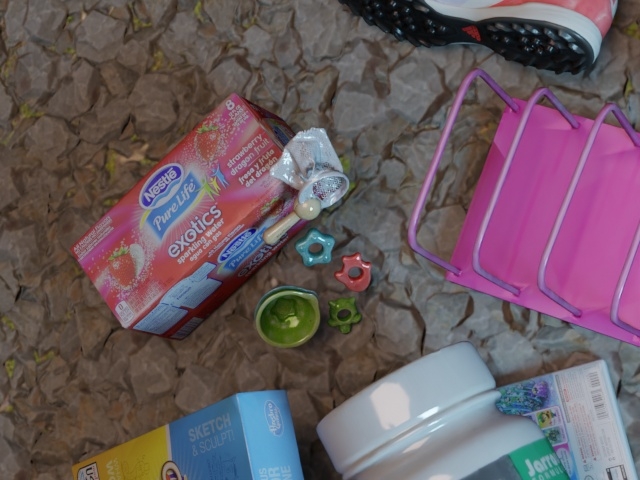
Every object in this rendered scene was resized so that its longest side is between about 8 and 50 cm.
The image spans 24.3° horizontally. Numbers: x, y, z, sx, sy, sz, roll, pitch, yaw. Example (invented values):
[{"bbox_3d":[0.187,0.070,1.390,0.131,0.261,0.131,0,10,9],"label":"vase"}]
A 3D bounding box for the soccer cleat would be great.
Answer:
[{"bbox_3d":[0.157,-0.265,1.552,0.318,0.108,0.116,18,67,27],"label":"soccer cleat"}]

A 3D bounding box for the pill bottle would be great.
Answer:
[{"bbox_3d":[0.153,0.289,1.365,0.204,0.204,0.361,-33,77,15],"label":"pill bottle"}]

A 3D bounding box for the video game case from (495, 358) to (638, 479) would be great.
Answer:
[{"bbox_3d":[0.233,0.210,1.466,0.143,0.019,0.157,-18,75,20],"label":"video game case"}]

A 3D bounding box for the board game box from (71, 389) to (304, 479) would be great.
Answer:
[{"bbox_3d":[-0.129,0.307,1.507,0.316,0.064,0.242,-29,68,45],"label":"board game box"}]

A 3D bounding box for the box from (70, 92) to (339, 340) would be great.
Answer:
[{"bbox_3d":[-0.123,-0.022,1.603,0.257,0.128,0.122,-43,67,12],"label":"box"}]

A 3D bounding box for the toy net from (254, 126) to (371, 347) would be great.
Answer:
[{"bbox_3d":[0.000,0.000,1.514,0.122,0.045,0.232,3,115,-10],"label":"toy net"}]

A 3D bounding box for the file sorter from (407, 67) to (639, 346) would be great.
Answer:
[{"bbox_3d":[0.257,-0.024,1.408,0.291,0.182,0.202,19,88,25],"label":"file sorter"}]
